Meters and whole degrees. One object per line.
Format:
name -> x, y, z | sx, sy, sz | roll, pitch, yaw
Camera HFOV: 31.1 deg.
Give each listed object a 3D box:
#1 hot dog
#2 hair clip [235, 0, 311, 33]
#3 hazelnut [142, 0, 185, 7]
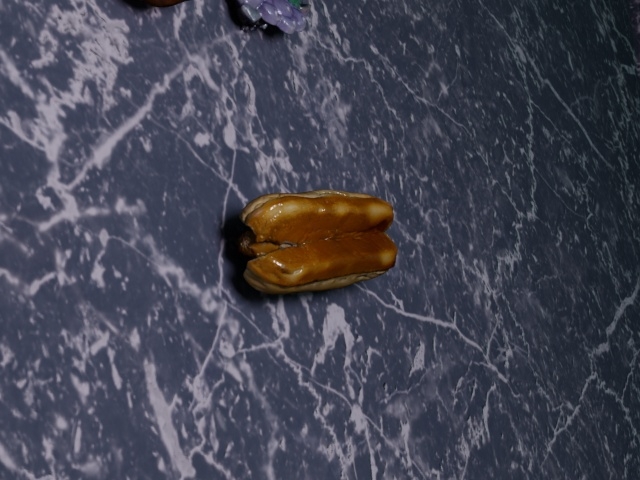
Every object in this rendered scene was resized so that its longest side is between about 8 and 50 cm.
hot dog -> 0.000, 0.000, 1.549 | 0.337, 0.100, 0.135 | -8, 88, -56
hair clip -> -0.074, -0.346, 1.676 | 0.124, 0.052, 0.195 | 51, 30, -11
hazelnut -> -0.177, -0.377, 1.419 | 0.182, 0.182, 0.182 | 32, 48, -45
